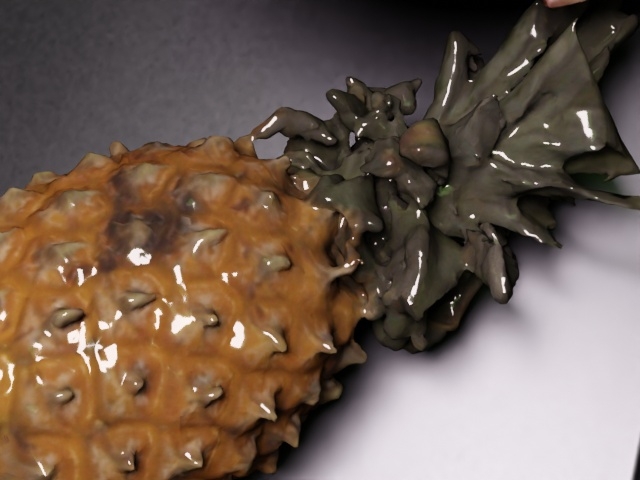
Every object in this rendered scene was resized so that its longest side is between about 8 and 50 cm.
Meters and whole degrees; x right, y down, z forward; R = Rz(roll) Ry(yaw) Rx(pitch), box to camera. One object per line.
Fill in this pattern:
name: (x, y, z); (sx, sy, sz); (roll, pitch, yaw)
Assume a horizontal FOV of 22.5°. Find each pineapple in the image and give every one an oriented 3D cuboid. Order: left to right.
pineapple: (0.000, 0.000, 0.679); (0.340, 0.169, 0.169); (-29, 73, -5)

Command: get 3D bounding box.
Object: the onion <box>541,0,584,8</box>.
onion: (0.042, -0.239, 0.645); (0.354, 0.353, 0.353); (-2, 76, 10)
